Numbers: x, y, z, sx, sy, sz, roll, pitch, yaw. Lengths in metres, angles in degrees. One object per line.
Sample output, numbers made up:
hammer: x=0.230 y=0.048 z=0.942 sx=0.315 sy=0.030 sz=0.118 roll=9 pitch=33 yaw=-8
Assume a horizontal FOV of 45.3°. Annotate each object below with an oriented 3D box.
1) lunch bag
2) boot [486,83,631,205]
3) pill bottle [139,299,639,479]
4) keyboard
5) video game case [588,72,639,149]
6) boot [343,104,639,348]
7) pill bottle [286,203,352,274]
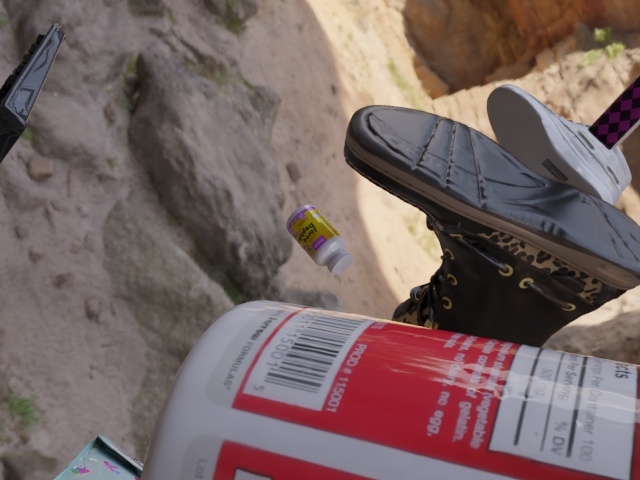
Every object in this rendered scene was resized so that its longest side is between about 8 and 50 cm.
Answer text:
lunch bag: x=-0.387 y=0.493 z=1.453 sx=0.223 sy=0.160 sz=0.262 roll=33 pitch=19 yaw=3
boot: x=0.376 y=-0.155 z=1.202 sx=0.258 sy=0.095 sz=0.123 roll=51 pitch=53 yaw=0
pill bottle: x=0.113 y=0.178 z=0.478 sx=0.229 sy=0.407 sz=0.229 roll=8 pitch=90 yaw=-69
keyboard: x=-0.318 y=-0.039 z=0.661 sx=0.033 sy=0.317 sz=0.202 roll=28 pitch=49 yaw=-27
video game case: x=0.420 y=-0.220 z=0.869 sx=0.042 sy=0.232 sz=0.210 roll=44 pitch=39 yaw=10
boot: x=0.162 y=0.023 z=0.925 sx=0.377 sy=0.284 sz=0.138 roll=23 pitch=44 yaw=-7
pill bottle: x=0.000 y=0.000 z=0.882 sx=0.083 sy=0.043 sz=0.043 roll=48 pitch=14 yaw=25
